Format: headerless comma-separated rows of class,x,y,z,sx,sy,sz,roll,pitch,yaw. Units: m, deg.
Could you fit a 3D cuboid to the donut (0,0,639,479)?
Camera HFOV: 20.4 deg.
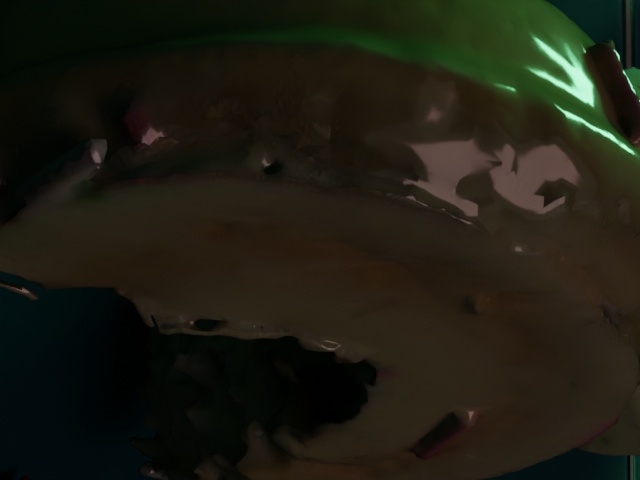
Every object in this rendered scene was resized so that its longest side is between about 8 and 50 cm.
donut,0.004,-0.005,0.779,0.371,0.307,0.150,55,31,-55

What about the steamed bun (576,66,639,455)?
steamed bun,0.156,0.008,1.020,0.170,0.200,0.225,-33,122,-21

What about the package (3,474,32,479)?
package,-0.214,0.156,0.822,0.200,0.022,0.083,-2,116,-58
